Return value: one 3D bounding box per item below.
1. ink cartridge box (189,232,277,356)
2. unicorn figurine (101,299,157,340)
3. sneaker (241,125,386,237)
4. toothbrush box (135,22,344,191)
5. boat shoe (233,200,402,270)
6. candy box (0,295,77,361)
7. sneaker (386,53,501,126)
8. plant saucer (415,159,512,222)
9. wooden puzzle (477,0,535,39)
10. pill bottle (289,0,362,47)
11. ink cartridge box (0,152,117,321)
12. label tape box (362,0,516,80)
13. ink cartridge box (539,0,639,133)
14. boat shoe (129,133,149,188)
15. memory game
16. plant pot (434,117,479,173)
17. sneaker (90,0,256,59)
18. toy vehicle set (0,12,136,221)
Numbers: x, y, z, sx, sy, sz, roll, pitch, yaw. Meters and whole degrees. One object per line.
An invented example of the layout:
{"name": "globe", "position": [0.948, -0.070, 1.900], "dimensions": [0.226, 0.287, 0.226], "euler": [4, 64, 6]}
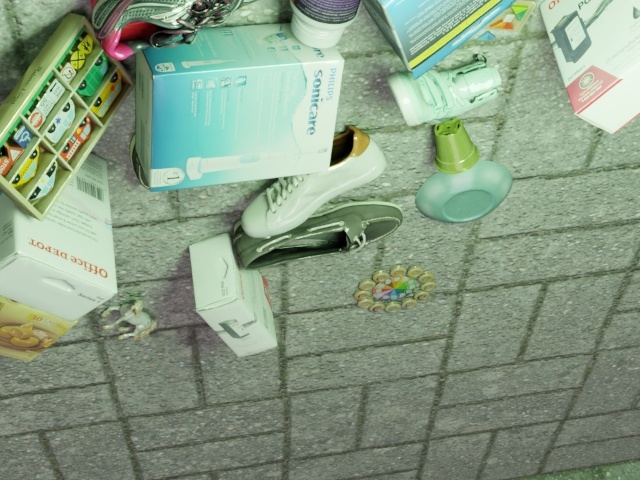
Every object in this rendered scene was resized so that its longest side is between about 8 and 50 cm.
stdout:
{"name": "ink cartridge box", "position": [-0.171, 0.110, 2.266], "dimensions": [0.092, 0.159, 0.218], "euler": [-17, 146, 9]}
{"name": "unicorn figurine", "position": [-0.392, 0.159, 2.374], "dimensions": [0.111, 0.060, 0.162], "euler": [-23, 161, 16]}
{"name": "sneaker", "position": [-0.035, -0.115, 2.038], "dimensions": [0.290, 0.106, 0.123], "euler": [-31, 137, 12]}
{"name": "toothbrush box", "position": [-0.129, -0.207, 1.767], "dimensions": [0.295, 0.126, 0.216], "euler": [-8, 133, -17]}
{"name": "boat shoe", "position": [0.000, 0.000, 2.211], "dimensions": [0.335, 0.096, 0.112], "euler": [-6, 146, -8]}
{"name": "candy box", "position": [-0.650, 0.129, 2.212], "dimensions": [0.316, 0.088, 0.183], "euler": [21, 135, -39]}
{"name": "sneaker", "position": [0.204, -0.251, 1.845], "dimensions": [0.151, 0.094, 0.256], "euler": [-23, 176, 21]}
{"name": "plant saucer", "position": [0.282, -0.081, 2.231], "dimensions": [0.194, 0.037, 0.195], "euler": [-8, 147, -5]}
{"name": "wooden puzzle", "position": [0.300, -0.360, 1.841], "dimensions": [0.078, 0.014, 0.116], "euler": [-1, 146, -15]}
{"name": "pill bottle", "position": [0.015, -0.372, 1.650], "dimensions": [0.108, 0.108, 0.193], "euler": [-1, 145, -16]}
{"name": "ink cartridge box", "position": [-0.447, -0.033, 1.860], "dimensions": [0.117, 0.278, 0.201], "euler": [-32, 141, 28]}
{"name": "label tape box", "position": [0.179, -0.379, 1.597], "dimensions": [0.249, 0.115, 0.347], "euler": [-38, 168, 4]}
{"name": "ink cartridge box", "position": [0.449, -0.313, 1.755], "dimensions": [0.100, 0.237, 0.172], "euler": [20, 136, -34]}
{"name": "boat shoe", "position": [-0.273, -0.151, 1.921], "dimensions": [0.080, 0.073, 0.224], "euler": [3, 143, -17]}
{"name": "memory game", "position": [0.162, 0.108, 2.498], "dimensions": [0.186, 0.012, 0.186], "euler": [-8, 147, -5]}
{"name": "plant pot", "position": [0.235, -0.175, 2.049], "dimensions": [0.083, 0.083, 0.079], "euler": [-16, 135, 7]}
{"name": "sneaker", "position": [-0.178, -0.337, 1.640], "dimensions": [0.299, 0.112, 0.121], "euler": [-18, 146, 8]}
{"name": "toy vehicle set", "position": [-0.393, -0.182, 1.706], "dimensions": [0.035, 0.267, 0.166], "euler": [21, 161, 30]}
